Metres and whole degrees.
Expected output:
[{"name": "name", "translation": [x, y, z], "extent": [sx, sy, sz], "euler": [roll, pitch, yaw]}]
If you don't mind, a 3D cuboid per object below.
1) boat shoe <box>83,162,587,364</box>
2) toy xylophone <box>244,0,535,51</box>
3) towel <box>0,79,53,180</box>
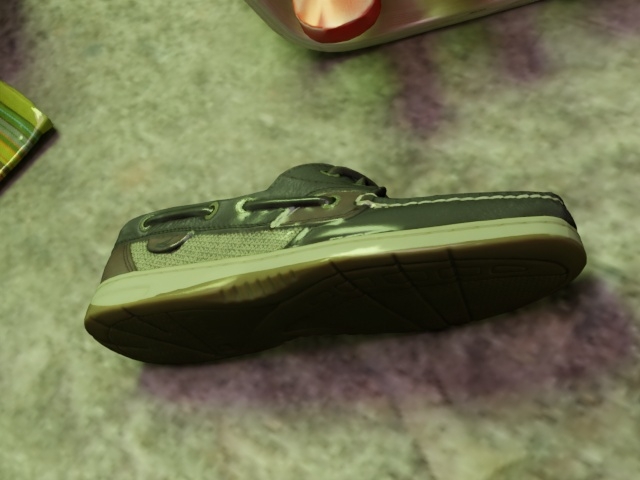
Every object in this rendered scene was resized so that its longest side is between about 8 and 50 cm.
[{"name": "boat shoe", "translation": [0.000, 0.001, 0.528], "extent": [0.224, 0.080, 0.073], "euler": [-11, 60, 20]}, {"name": "toy xylophone", "translation": [0.093, -0.212, 0.627], "extent": [0.323, 0.081, 0.236], "euler": [-20, 53, 8]}, {"name": "towel", "translation": [-0.257, -0.004, 0.671], "extent": [0.102, 0.021, 0.237], "euler": [32, 75, 35]}]
